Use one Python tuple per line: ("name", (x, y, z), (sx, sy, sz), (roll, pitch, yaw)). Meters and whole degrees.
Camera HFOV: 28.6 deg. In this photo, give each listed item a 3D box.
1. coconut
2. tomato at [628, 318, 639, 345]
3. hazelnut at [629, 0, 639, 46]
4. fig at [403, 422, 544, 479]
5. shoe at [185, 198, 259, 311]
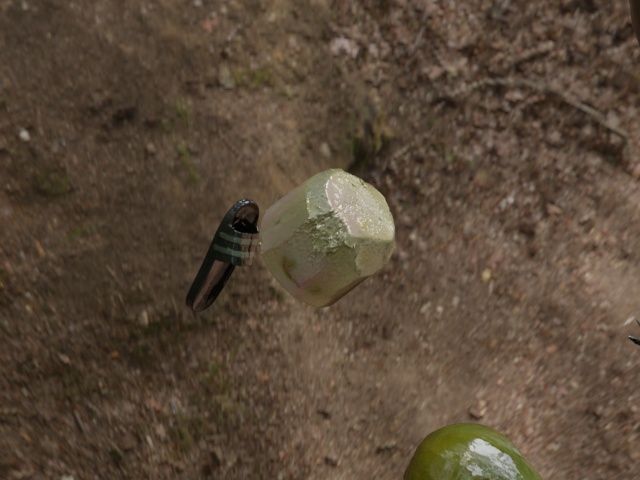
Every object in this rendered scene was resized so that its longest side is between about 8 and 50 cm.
("coconut", (0.000, 0.000, 1.223), (0.116, 0.122, 0.116), (27, 43, -28))
("tomato", (0.440, 0.131, 1.328), (0.180, 0.214, 0.155), (-21, 93, 23))
("hazelnut", (0.232, -0.126, 0.505), (0.217, 0.217, 0.252), (-30, 107, -15))
("fig", (0.231, 0.374, 1.820), (0.230, 0.207, 0.207), (17, 67, 3))
("shoe", (-0.119, 0.029, 1.701), (0.049, 0.071, 0.179), (37, 107, 26))
